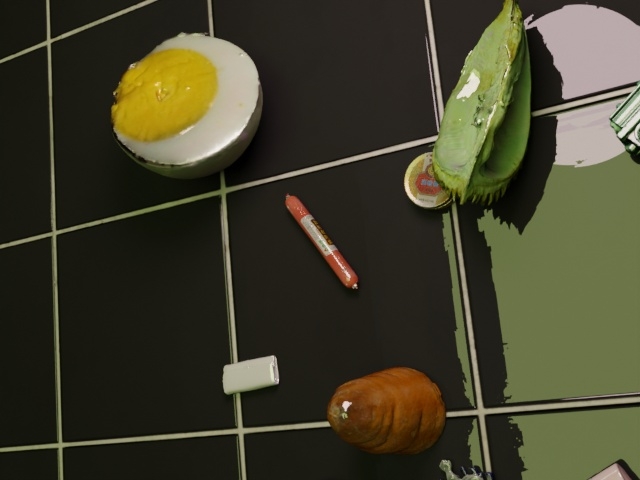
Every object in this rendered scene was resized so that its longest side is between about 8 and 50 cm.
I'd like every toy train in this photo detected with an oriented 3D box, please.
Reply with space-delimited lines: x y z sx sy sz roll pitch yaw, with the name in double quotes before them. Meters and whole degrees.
"toy train" 0.535 -0.218 1.257 0.170 0.071 0.111 -50 54 15

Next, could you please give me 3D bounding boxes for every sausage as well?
"sausage" 0.000 0.000 1.534 0.034 0.034 0.253 -45 65 16

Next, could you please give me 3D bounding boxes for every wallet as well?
"wallet" -0.140 0.269 1.578 0.122 0.025 0.061 -16 69 26

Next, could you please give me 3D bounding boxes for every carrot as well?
"carrot" 0.096 0.287 1.337 0.159 0.225 0.159 -8 75 31

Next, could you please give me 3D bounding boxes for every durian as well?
"durian" 0.270 -0.236 1.327 0.163 0.198 0.394 14 82 28

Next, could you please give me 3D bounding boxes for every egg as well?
"egg" -0.254 -0.244 1.614 0.337 0.201 0.337 -5 62 9

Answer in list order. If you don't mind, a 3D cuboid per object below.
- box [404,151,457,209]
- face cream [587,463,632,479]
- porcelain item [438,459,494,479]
"box" 0.206 -0.107 1.435 0.105 0.037 0.105 -5 80 28
"face cream" 0.409 0.436 1.234 0.198 0.057 0.084 -40 67 16
"porcelain item" 0.228 0.412 1.355 0.136 0.021 0.075 -35 68 20
